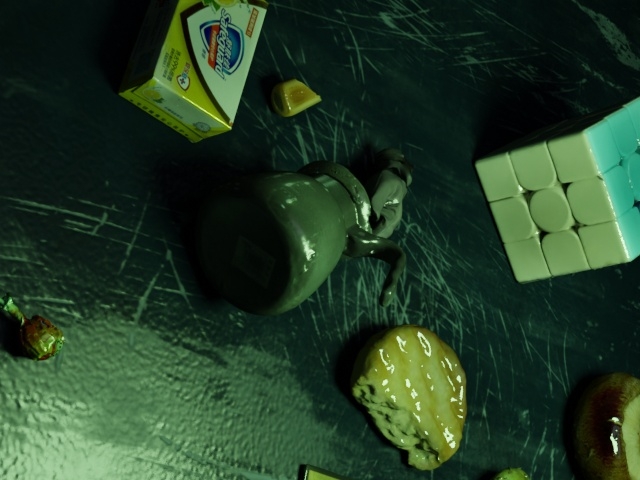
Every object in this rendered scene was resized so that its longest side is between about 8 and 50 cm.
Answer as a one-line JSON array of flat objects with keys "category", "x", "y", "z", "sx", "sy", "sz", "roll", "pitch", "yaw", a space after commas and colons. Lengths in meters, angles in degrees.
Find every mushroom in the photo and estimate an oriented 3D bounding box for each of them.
[{"category": "mushroom", "x": 0.661, "y": 0.437, "z": 2.260, "sx": 0.278, "sy": 0.163, "sz": 0.297, "roll": 17, "pitch": 68, "yaw": -31}]

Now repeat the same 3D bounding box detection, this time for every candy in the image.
[{"category": "candy", "x": -0.429, "y": 0.087, "z": 1.387, "sx": 0.201, "sy": 0.060, "sz": 0.060, "roll": 47, "pitch": 51, "yaw": -15}]

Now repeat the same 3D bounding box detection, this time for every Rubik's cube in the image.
[{"category": "Rubik's cube", "x": 0.557, "y": -0.106, "z": 2.201, "sx": 0.290, "sy": 0.291, "sz": 0.291, "roll": -27, "pitch": 97, "yaw": -44}]

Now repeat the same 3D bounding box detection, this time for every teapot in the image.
[{"category": "teapot", "x": -0.007, "y": -0.022, "z": 1.650, "sx": 0.285, "sy": 0.305, "sz": 0.223, "roll": -30, "pitch": 116, "yaw": -51}]

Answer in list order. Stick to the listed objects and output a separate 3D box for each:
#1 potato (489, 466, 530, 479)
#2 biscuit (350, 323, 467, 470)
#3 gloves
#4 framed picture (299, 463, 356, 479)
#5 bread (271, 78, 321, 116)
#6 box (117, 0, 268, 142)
[{"category": "potato", "x": 0.336, "y": 0.530, "z": 1.971, "sx": 0.225, "sy": 0.090, "sz": 0.117, "roll": -47, "pitch": 119, "yaw": -32}, {"category": "biscuit", "x": 0.170, "y": 0.272, "z": 1.875, "sx": 0.274, "sy": 0.091, "sz": 0.213, "roll": 54, "pitch": 52, "yaw": -17}, {"category": "gloves", "x": 0.099, "y": -0.068, "z": 1.870, "sx": 0.119, "sy": 0.142, "sz": 0.285, "roll": 38, "pitch": 52, "yaw": 3}, {"category": "framed picture", "x": 0.072, "y": 0.549, "z": 1.766, "sx": 0.339, "sy": 0.014, "sz": 0.255, "roll": 28, "pitch": 62, "yaw": -36}, {"category": "bread", "x": -0.046, "y": -0.260, "z": 1.830, "sx": 0.103, "sy": 0.049, "sz": 0.062, "roll": -34, "pitch": 112, "yaw": -44}, {"category": "box", "x": -0.201, "y": -0.314, "z": 1.662, "sx": 0.168, "sy": 0.097, "sz": 0.265, "roll": 34, "pitch": 58, "yaw": -33}]
